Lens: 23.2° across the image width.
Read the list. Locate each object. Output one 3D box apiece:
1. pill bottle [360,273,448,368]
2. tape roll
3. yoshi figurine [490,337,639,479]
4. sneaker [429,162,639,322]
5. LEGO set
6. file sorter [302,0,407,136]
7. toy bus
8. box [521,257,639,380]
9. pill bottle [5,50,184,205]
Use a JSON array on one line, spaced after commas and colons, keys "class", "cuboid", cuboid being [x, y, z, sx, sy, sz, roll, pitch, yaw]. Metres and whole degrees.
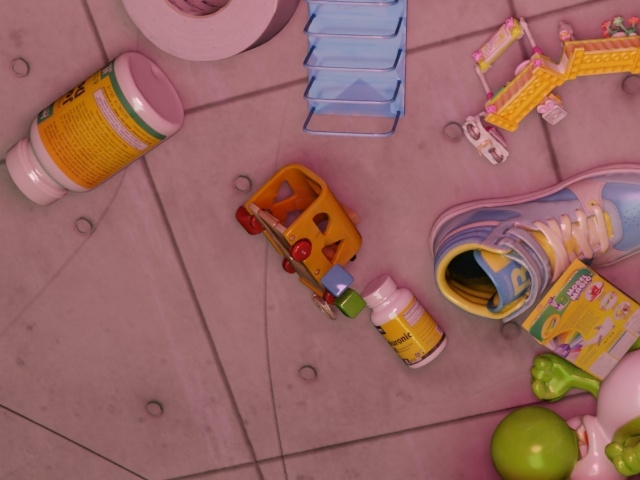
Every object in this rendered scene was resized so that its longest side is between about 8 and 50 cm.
[{"class": "pill bottle", "cuboid": [0.104, 0.101, 1.979, 0.065, 0.065, 0.116, -35, 103, 20]}, {"class": "tape roll", "cuboid": [-0.129, -0.320, 1.805, 0.219, 0.072, 0.219, 8, 110, 22]}, {"class": "yoshi figurine", "cuboid": [0.345, 0.210, 1.932, 0.203, 0.203, 0.362, 40, 116, 8]}, {"class": "sneaker", "cuboid": [0.279, 0.012, 1.836, 0.319, 0.208, 0.127, -16, 107, 14]}, {"class": "LEGO set", "cuboid": [0.283, -0.213, 1.823, 0.287, 0.107, 0.132, -29, 140, 14]}, {"class": "file sorter", "cuboid": [0.039, -0.216, 1.835, 0.118, 0.104, 0.170, 3, 112, 7]}, {"class": "toy bus", "cuboid": [-0.002, -0.004, 1.926, 0.191, 0.202, 0.104, 45, 81, -3]}, {"class": "box", "cuboid": [0.308, 0.091, 1.814, 0.105, 0.043, 0.179, -51, 140, 7]}, {"class": "pill bottle", "cuboid": [-0.281, -0.132, 1.912, 0.208, 0.117, 0.117, -32, 104, 20]}]
